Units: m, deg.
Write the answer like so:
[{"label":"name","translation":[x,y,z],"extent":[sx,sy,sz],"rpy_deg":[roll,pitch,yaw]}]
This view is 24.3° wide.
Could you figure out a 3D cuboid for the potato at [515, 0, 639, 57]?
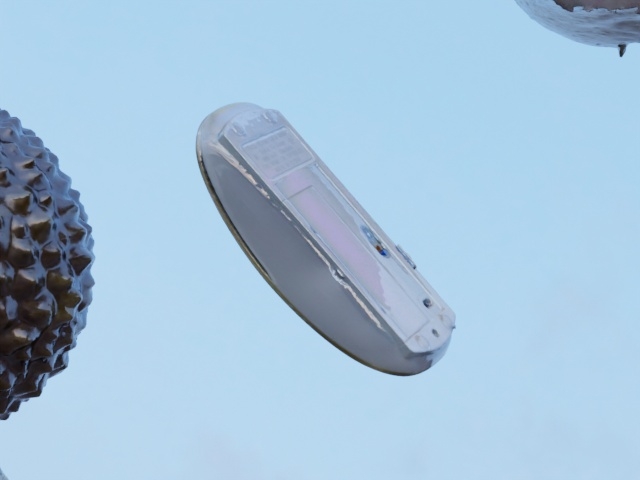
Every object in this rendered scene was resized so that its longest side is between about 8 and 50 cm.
[{"label":"potato","translation":[0.197,-0.229,0.971],"extent":[0.229,0.229,0.266],"rpy_deg":[15,7,-2]}]

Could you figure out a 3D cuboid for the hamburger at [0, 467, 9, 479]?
[{"label":"hamburger","translation":[-0.418,0.307,1.604],"extent":[0.318,0.158,0.318],"rpy_deg":[41,-28,28]}]

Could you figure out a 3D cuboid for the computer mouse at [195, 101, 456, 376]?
[{"label":"computer mouse","translation":[-0.001,0.001,0.883],"extent":[0.199,0.102,0.045],"rpy_deg":[48,-62,5]}]

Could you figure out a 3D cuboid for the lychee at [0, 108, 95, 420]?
[{"label":"lychee","translation":[-0.293,0.019,1.019],"extent":[0.268,0.267,0.267],"rpy_deg":[9,-34,7]}]
